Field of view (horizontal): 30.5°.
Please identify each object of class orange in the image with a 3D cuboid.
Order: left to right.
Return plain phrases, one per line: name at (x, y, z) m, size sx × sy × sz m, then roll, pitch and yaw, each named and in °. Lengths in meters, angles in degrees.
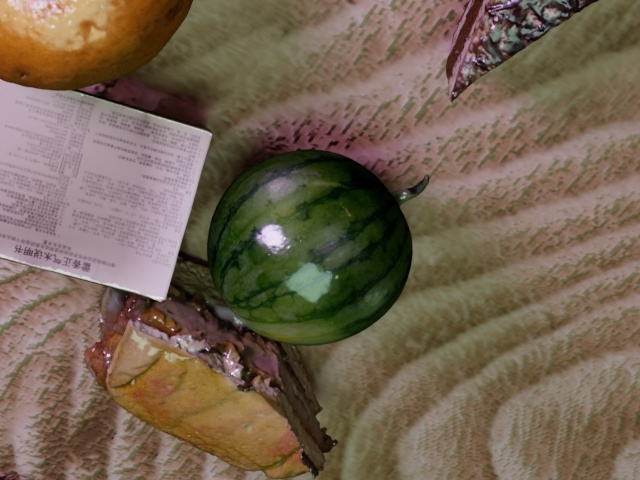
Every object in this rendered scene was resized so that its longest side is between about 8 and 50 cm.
orange at (-0.210, -0.230, 0.936) m, size 0.224 × 0.170 × 0.224 m, roll -1°, pitch 107°, yaw -3°

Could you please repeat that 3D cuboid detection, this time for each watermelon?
watermelon at (0.000, 0.000, 1.110) m, size 0.214 × 0.188 × 0.188 m, roll -33°, pitch 125°, yaw -8°

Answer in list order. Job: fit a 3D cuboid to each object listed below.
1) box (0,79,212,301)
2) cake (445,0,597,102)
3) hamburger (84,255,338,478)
box at (-0.222, -0.051, 1.075) m, size 0.212 × 0.095 × 0.168 m, roll 16°, pitch 92°, yaw -11°
cake at (0.166, -0.242, 0.966) m, size 0.246 × 0.112 × 0.135 m, roll -32°, pitch 111°, yaw 31°
hamburger at (-0.118, 0.139, 1.233) m, size 0.245 × 0.155 × 0.282 m, roll -4°, pitch 132°, yaw 7°
